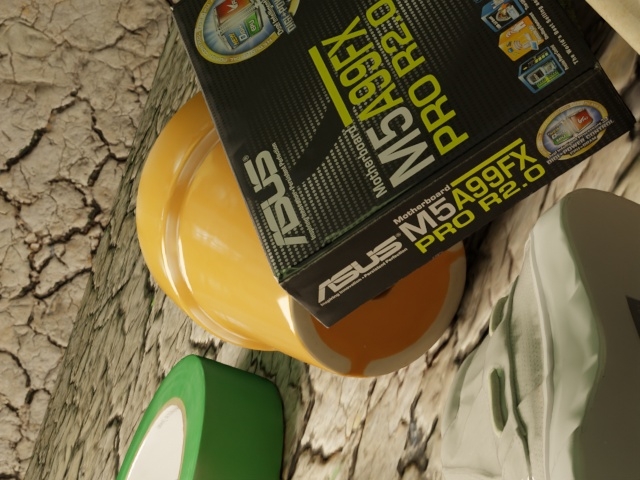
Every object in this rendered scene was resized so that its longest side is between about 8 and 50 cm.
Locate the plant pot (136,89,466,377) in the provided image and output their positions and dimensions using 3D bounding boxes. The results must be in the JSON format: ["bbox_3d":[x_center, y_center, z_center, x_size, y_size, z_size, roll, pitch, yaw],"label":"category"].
[{"bbox_3d":[0.000,0.000,1.038,0.188,0.205,0.205,39,109,57],"label":"plant pot"}]

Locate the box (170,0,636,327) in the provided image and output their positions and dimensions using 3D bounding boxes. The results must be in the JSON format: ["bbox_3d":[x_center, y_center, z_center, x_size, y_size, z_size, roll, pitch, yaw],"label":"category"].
[{"bbox_3d":[0.037,-0.110,0.925,0.216,0.060,0.270,-33,47,11],"label":"box"}]

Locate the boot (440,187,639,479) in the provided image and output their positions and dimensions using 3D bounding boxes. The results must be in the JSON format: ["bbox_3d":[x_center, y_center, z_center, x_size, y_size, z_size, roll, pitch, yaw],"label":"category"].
[{"bbox_3d":[0.106,0.097,0.596,0.258,0.095,0.123,-82,16,-56],"label":"boot"}]

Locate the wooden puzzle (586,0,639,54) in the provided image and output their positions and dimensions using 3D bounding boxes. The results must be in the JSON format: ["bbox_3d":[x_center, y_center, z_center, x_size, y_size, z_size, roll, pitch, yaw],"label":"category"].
[{"bbox_3d":[0.194,-0.249,0.697,0.322,0.080,0.348,-63,31,23],"label":"wooden puzzle"}]

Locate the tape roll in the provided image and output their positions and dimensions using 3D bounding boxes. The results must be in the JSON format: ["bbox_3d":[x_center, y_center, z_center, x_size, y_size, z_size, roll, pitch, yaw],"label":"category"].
[{"bbox_3d":[-0.130,0.264,1.342,0.321,0.077,0.321,-161,90,-75],"label":"tape roll"}]

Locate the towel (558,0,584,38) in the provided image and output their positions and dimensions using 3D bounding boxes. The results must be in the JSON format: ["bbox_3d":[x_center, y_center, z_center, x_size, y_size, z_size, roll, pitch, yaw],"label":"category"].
[{"bbox_3d":[0.134,-0.114,0.990,0.148,0.027,0.110,-91,26,-55],"label":"towel"}]
